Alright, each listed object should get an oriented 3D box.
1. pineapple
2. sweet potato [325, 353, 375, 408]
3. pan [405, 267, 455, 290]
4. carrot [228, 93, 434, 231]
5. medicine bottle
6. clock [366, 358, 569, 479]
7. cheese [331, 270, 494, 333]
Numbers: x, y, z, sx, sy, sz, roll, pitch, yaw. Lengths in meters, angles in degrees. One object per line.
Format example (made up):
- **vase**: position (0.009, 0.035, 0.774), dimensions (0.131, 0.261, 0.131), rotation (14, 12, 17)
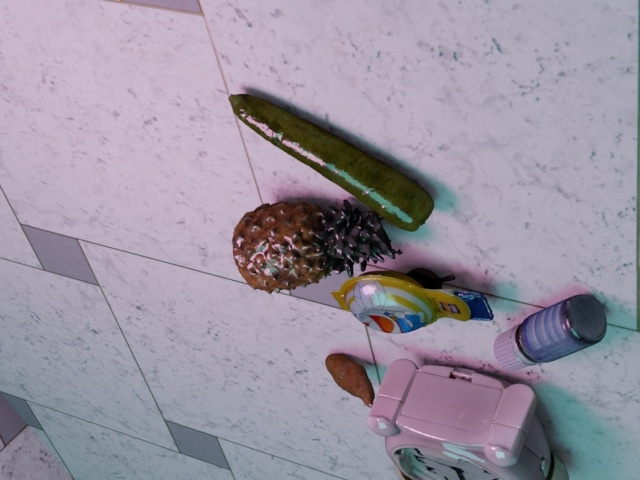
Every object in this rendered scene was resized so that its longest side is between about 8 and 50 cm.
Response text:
- **pineapple**: position (0.000, 0.000, 1.960), dimensions (0.279, 0.157, 0.158), rotation (-9, 130, 32)
- **sweet potato**: position (0.062, 0.260, 2.270), dimensions (0.068, 0.060, 0.206), rotation (51, 176, -27)
- **pan**: position (0.187, 0.064, 1.995), dimensions (0.068, 0.023, 0.115), rotation (45, 147, -18)
- **carrot**: position (0.013, -0.129, 1.851), dimensions (0.359, 0.074, 0.074), rotation (33, 146, 4)
- **medicine bottle**: position (0.358, 0.152, 1.920), dimensions (0.083, 0.083, 0.203), rotation (39, 144, -11)
- **clock**: position (0.269, 0.376, 2.202), dimensions (0.342, 0.184, 0.325), rotation (15, 147, 32)
- **cheese**: position (0.148, 0.101, 1.987), dimensions (0.270, 0.069, 0.177), rotation (0, 147, 25)
